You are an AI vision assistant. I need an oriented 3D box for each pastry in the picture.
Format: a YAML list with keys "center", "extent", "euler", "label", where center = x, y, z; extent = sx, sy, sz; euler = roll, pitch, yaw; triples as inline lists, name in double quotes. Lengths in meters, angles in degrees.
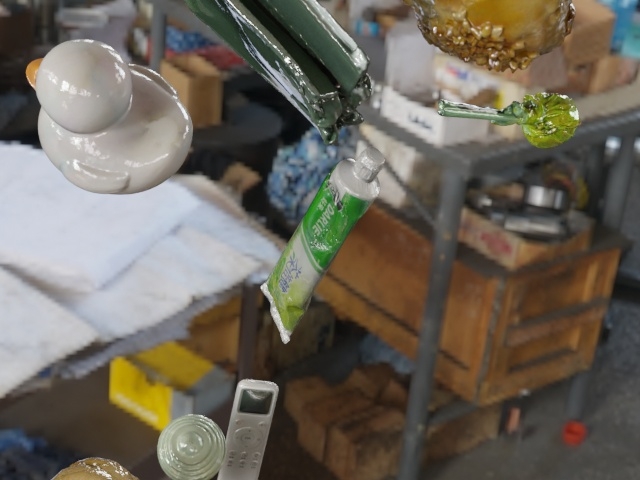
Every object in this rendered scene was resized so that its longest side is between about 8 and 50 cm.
- center: [0.140, -0.318, 1.413]
  extent: [0.162, 0.310, 0.255]
  euler: [-34, 27, -14]
  label: "pastry"

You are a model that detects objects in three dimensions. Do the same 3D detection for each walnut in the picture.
- center: [-0.310, 0.372, 1.777]
  extent: [0.155, 0.184, 0.155]
  euler: [34, 29, -22]
  label: "walnut"

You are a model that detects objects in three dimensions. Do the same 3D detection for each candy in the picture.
- center: [0.233, -0.158, 1.645]
  extent: [0.262, 0.073, 0.077]
  euler: [1, -12, -45]
  label: "candy"

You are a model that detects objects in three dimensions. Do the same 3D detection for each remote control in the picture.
- center: [-0.121, 0.331, 2.149]
  extent: [0.067, 0.260, 0.029]
  euler: [7, 34, -11]
  label: "remote control"

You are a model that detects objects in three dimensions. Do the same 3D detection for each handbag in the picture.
- center: [-0.050, -0.213, 1.316]
  extent: [0.260, 0.079, 0.247]
  euler: [50, -3, 7]
  label: "handbag"

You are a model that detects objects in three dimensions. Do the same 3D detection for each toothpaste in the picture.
- center: [0.000, 0.000, 1.289]
  extent: [0.047, 0.248, 0.078]
  euler: [-2, 52, -32]
  label: "toothpaste"

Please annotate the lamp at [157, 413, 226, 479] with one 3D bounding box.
- center: [-0.197, 0.332, 2.043]
  extent: [0.106, 0.193, 0.106]
  euler: [1, 71, -3]
  label: "lamp"

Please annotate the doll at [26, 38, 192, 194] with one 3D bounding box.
- center: [-0.301, -0.186, 1.871]
  extent: [0.251, 0.221, 0.221]
  euler: [28, 30, 4]
  label: "doll"
